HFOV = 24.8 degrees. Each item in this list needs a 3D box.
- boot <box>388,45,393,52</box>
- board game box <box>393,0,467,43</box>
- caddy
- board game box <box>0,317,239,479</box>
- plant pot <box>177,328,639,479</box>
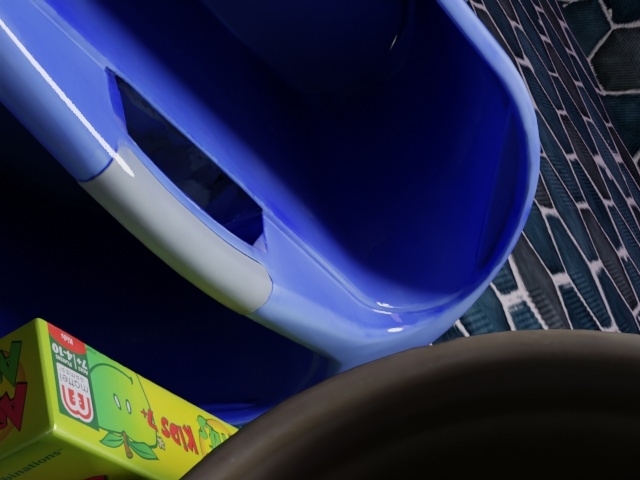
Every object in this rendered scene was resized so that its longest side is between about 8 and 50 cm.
[{"bbox_3d":[-0.065,-0.170,0.973,0.247,0.094,0.207,12,29,-39],"label":"boot"},{"bbox_3d":[-0.009,-0.235,0.744,0.141,0.232,0.291,35,40,-35],"label":"board game box"},{"bbox_3d":[-0.065,-0.055,0.550,0.341,0.241,0.179,43,21,-43],"label":"caddy"},{"bbox_3d":[-0.076,0.096,0.526,0.181,0.092,0.043,38,30,-51],"label":"board game box"},{"bbox_3d":[0.091,0.221,0.513,0.280,0.323,0.323,59,9,-67],"label":"plant pot"}]
